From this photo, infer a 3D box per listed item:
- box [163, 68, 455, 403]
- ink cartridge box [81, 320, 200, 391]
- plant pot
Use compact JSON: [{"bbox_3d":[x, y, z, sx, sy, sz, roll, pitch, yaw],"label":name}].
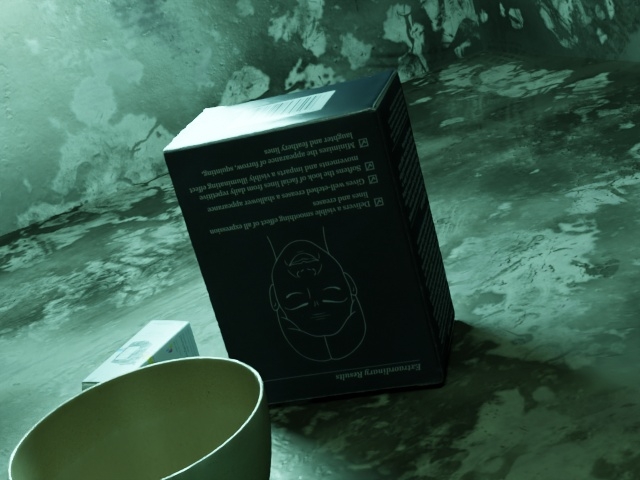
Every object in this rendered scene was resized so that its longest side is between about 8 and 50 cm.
[{"bbox_3d":[0.000,0.000,1.526,0.294,0.395,0.212,-9,20,16],"label":"box"},{"bbox_3d":[-0.241,0.210,1.547,0.072,0.127,0.175,-2,25,29],"label":"ink cartridge box"},{"bbox_3d":[-0.173,0.279,1.207,0.284,0.191,0.284,-14,20,5],"label":"plant pot"}]
